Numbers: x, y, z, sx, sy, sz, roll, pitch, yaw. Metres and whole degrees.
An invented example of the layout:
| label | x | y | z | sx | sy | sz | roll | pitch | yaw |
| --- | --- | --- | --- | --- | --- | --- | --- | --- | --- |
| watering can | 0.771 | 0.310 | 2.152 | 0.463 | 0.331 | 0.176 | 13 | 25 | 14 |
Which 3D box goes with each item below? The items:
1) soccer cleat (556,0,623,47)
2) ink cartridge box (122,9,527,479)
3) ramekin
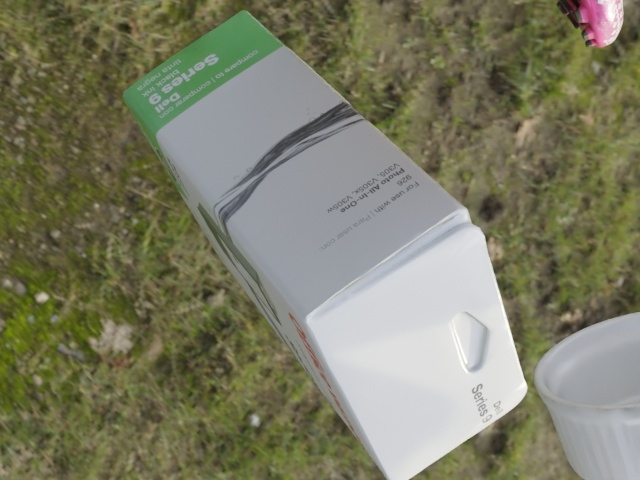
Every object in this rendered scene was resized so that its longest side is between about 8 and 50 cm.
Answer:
| label | x | y | z | sx | sy | sz | roll | pitch | yaw |
| --- | --- | --- | --- | --- | --- | --- | --- | --- | --- |
| soccer cleat | 0.323 | -0.346 | 1.224 | 0.143 | 0.116 | 0.331 | -30 | 145 | 8 |
| ink cartridge box | 0.000 | 0.000 | 0.767 | 0.122 | 0.289 | 0.211 | -34 | 135 | -8 |
| ramekin | 0.422 | 0.202 | 1.367 | 0.277 | 0.277 | 0.135 | -26 | 106 | -26 |
